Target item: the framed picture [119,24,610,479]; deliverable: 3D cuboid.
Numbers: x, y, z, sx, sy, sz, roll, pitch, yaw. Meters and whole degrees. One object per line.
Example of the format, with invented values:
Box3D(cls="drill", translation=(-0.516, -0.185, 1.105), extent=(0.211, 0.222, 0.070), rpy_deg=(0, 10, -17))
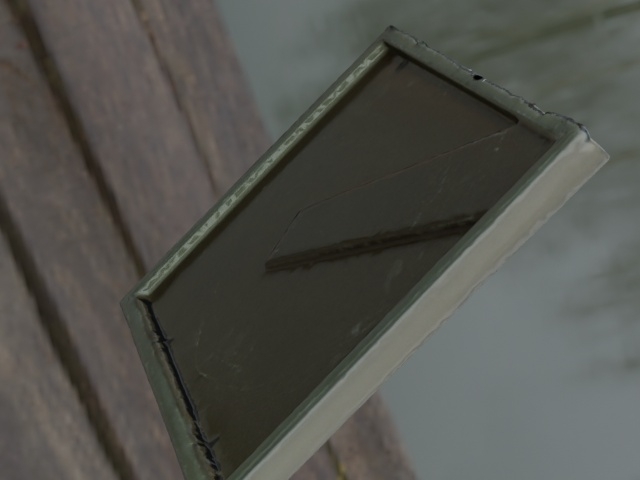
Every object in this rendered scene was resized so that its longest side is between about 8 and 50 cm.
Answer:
Box3D(cls="framed picture", translation=(0.000, 0.000, 0.898), extent=(0.022, 0.247, 0.335), rpy_deg=(44, 1, -20))
